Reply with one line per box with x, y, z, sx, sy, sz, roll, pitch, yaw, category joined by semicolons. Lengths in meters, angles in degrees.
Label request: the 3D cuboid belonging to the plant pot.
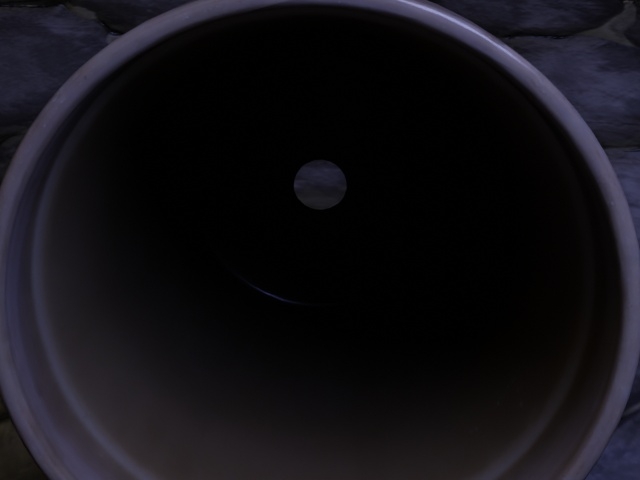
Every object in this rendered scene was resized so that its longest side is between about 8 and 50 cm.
0.000;0.000;0.790;0.323;0.323;0.280;2;16;1;plant pot
